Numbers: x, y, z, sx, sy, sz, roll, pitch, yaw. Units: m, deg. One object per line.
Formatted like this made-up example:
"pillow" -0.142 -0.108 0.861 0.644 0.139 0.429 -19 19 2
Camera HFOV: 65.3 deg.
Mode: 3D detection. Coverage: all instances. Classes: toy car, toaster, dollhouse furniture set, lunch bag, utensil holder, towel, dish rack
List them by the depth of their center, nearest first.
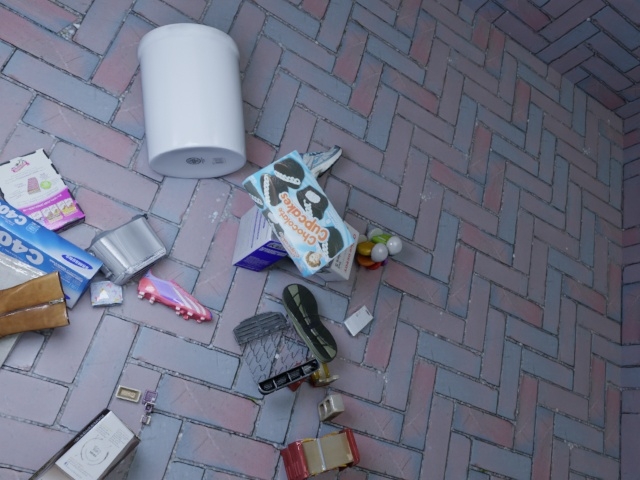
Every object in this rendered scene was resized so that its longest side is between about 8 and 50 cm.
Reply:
"towel" -0.848 0.174 1.292 0.187 0.049 0.282 31 88 -16
"dollhouse furniture set" -0.522 0.460 1.411 0.114 0.081 0.091 23 66 -21
"lunch bag" -0.626 0.157 1.464 0.083 0.053 0.071 -7 76 -20
"toaster" -0.562 0.026 1.479 0.146 0.129 0.227 53 39 -4
"utensil holder" -0.407 -0.426 1.599 0.328 0.327 0.385 0 78 -28
"dish rack" -0.152 0.345 1.599 0.208 0.074 0.271 -17 59 -27
"dollhouse furniture set" -0.033 0.572 1.628 0.201 0.152 0.374 -1 59 -28
"toy car" 0.216 0.043 1.910 0.182 0.159 0.136 -23 121 -32

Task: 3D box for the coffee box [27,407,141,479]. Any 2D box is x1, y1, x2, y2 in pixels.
"coffee box" -0.622 0.581 1.272 0.119 0.168 0.297 50 60 -7

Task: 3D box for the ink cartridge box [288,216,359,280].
"ink cartridge box" 0.000 0.000 1.757 0.273 0.115 0.198 35 60 -39

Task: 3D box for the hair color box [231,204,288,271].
"hair color box" -0.167 -0.029 1.595 0.110 0.339 0.185 16 68 -23

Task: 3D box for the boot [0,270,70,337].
"boot" -0.793 0.125 1.227 0.280 0.096 0.264 -14 100 -14

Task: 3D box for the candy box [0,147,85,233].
"candy box" -0.812 -0.127 1.436 0.159 0.071 0.233 -32 92 -31

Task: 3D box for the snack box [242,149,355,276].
"snack box" -0.058 -0.078 1.433 0.187 0.060 0.322 -36 96 -32

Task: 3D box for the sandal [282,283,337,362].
"sandal" -0.052 0.285 1.704 0.120 0.086 0.302 -13 66 -35

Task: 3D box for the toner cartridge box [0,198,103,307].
"toner cartridge box" -0.783 0.029 1.344 0.348 0.165 0.075 35 38 -14

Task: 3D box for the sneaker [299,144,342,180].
"sneaker" -0.028 -0.296 1.887 0.122 0.110 0.283 48 59 -4

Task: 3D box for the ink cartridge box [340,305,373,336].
"ink cartridge box" 0.136 0.296 1.844 0.115 0.029 0.063 -36 93 -32

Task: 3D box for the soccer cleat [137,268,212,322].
"soccer cleat" -0.440 0.174 1.544 0.248 0.083 0.095 27 60 -16
